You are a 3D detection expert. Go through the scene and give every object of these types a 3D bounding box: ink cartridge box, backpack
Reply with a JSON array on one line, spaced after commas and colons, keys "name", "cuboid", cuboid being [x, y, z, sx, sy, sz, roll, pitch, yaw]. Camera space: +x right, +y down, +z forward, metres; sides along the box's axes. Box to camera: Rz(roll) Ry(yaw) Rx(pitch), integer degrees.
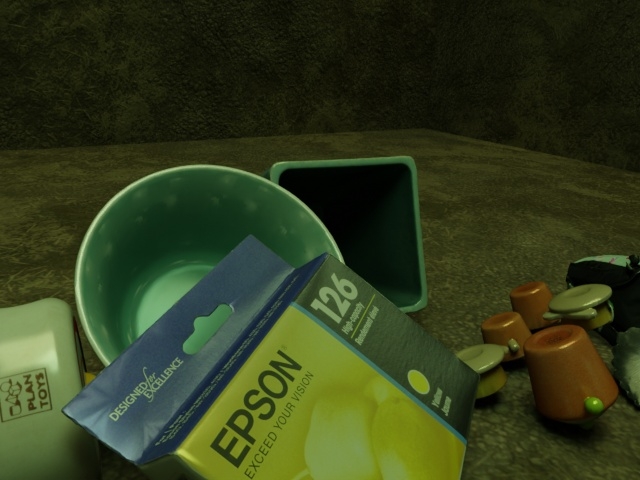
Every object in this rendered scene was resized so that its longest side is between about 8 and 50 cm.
[{"name": "ink cartridge box", "cuboid": [-0.005, 0.137, 0.510, 0.307, 0.072, 0.303, 40, 36, -1]}, {"name": "backpack", "cuboid": [0.497, 0.091, 0.912, 0.115, 0.151, 0.182, 3, 7, -15]}]

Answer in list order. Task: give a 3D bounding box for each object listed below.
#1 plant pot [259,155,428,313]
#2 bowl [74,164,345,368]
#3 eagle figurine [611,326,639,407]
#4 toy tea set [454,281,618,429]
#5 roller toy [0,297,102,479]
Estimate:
[{"name": "plant pot", "cuboid": [0.000, 0.000, 0.933, 0.247, 0.247, 0.252, -7, 3, -25]}, {"name": "bowl", "cuboid": [-0.134, 0.079, 0.677, 0.312, 0.163, 0.311, 11, 59, -18]}, {"name": "eagle figurine", "cuboid": [0.552, 0.176, 0.658, 0.226, 0.225, 0.298, 42, -16, -4]}, {"name": "toy tea set", "cuboid": [0.320, 0.158, 0.771, 0.200, 0.124, 0.336, -19, 5, 41]}, {"name": "roller toy", "cuboid": [-0.275, 0.155, 0.499, 0.146, 0.191, 0.209, -11, 29, -22]}]
